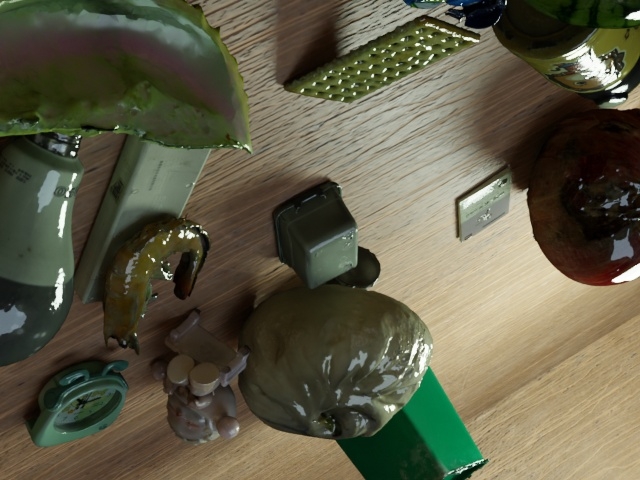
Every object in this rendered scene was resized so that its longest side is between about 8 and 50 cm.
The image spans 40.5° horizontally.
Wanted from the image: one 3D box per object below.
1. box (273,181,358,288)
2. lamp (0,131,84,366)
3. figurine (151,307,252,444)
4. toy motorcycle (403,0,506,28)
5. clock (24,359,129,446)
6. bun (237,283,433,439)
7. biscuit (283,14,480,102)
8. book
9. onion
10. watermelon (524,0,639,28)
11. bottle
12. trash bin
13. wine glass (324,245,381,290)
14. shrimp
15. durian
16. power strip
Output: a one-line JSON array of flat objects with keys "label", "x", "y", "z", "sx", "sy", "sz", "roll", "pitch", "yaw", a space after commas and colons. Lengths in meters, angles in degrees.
[{"label": "box", "x": 0.000, "y": 0.000, "z": 1.408, "sx": 0.124, "sy": 0.093, "sz": 0.172, "roll": -28, "pitch": 152, "yaw": -13}, {"label": "lamp", "x": -0.338, "y": 0.001, "z": 0.935, "sx": 0.182, "sy": 0.182, "sz": 0.314, "roll": -4, "pitch": 135, "yaw": -46}, {"label": "figurine", "x": -0.210, "y": 0.254, "z": 1.490, "sx": 0.257, "sy": 0.182, "sz": 0.144, "roll": 107, "pitch": 2, "yaw": -47}, {"label": "toy motorcycle", "x": 0.156, "y": -0.314, "z": 1.011, "sx": 0.092, "sy": 0.135, "sz": 0.254, "roll": -10, "pitch": -174, "yaw": 35}, {"label": "clock", "x": -0.387, "y": 0.255, "z": 1.411, "sx": 0.148, "sy": 0.060, "sz": 0.188, "roll": -6, "pitch": 141, "yaw": -43}, {"label": "bun", "x": 0.016, "y": 0.234, "z": 1.542, "sx": 0.359, "sy": 0.211, "sz": 0.360, "roll": 2, "pitch": 142, "yaw": 2}, {"label": "biscuit", "x": 0.077, "y": -0.224, "z": 1.102, "sx": 0.231, "sy": 0.016, "sz": 0.139, "roll": -19, "pitch": 167, "yaw": 40}, {"label": "book", "x": 0.334, "y": -0.069, "z": 1.770, "sx": 0.127, "sy": 0.014, "sz": 0.182, "roll": -32, "pitch": 153, "yaw": -7}, {"label": "onion", "x": 0.554, "y": -0.091, "z": 1.672, "sx": 0.353, "sy": 0.353, "sz": 0.353, "roll": -27, "pitch": 152, "yaw": -16}, {"label": "watermelon", "x": 0.332, "y": -0.354, "z": 0.925, "sx": 0.331, "sy": 0.189, "sz": 0.331, "roll": 6, "pitch": 143, "yaw": 5}, {"label": "bottle", "x": 0.393, "y": -0.304, "z": 1.284, "sx": 0.171, "sy": 0.171, "sz": 0.351, "roll": -46, "pitch": 151, "yaw": 20}, {"label": "trash bin", "x": 0.153, "y": 0.397, "z": 1.909, "sx": 0.295, "sy": 0.381, "sz": 0.259, "roll": -1, "pitch": 137, "yaw": -48}, {"label": "wine glass", "x": 0.046, "y": 0.111, "z": 1.630, "sx": 0.103, "sy": 0.103, "sz": 0.222, "roll": -22, "pitch": 149, "yaw": -25}, {"label": "shrimp", "x": -0.227, "y": 0.058, "z": 1.197, "sx": 0.173, "sy": 0.058, "sz": 0.253, "roll": -29, "pitch": 152, "yaw": -32}, {"label": "durian", "x": -0.214, "y": -0.160, "z": 0.820, "sx": 0.355, "sy": 0.169, "sz": 0.157, "roll": -10, "pitch": 146, "yaw": -43}, {"label": "power strip", "x": -0.233, "y": -0.040, "z": 1.132, "sx": 0.106, "sy": 0.043, "sz": 0.367, "roll": -9, "pitch": 143, "yaw": -42}]
